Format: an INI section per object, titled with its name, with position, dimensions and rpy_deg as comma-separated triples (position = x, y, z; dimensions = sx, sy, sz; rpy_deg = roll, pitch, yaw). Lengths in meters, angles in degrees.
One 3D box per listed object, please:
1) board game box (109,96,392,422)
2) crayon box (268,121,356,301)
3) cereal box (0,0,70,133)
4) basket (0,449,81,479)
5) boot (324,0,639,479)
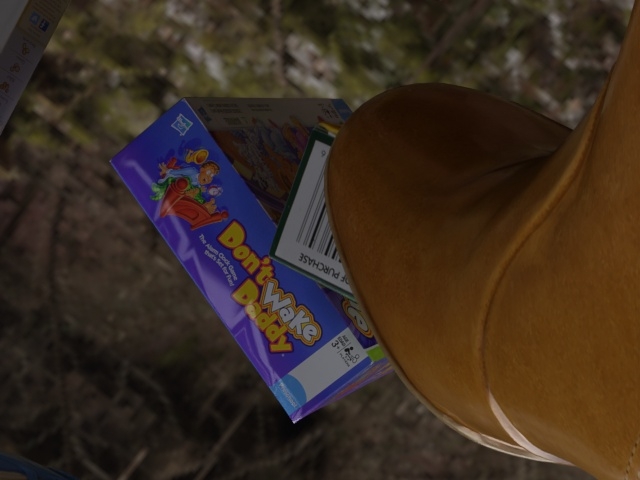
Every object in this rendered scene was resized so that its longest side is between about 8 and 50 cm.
[board game box]
position = 0.000, 0.000, 1.304
dimensions = 0.233, 0.078, 0.347
rpy_deg = 54, -161, 8
[crayon box]
position = 0.203, 0.041, 1.078
dimensions = 0.363, 0.106, 0.313
rpy_deg = 26, -169, 33
[cereal box]
position = -0.308, -0.156, 1.349
dimensions = 0.173, 0.240, 0.047
rpy_deg = 18, 168, 38
[basket]
position = -0.173, 0.164, 0.578
dimensions = 0.289, 0.201, 0.255
rpy_deg = 13, -179, 34
[boot]
position = 0.082, -0.014, 0.366
dimensions = 0.295, 0.104, 0.211
rpy_deg = 52, 162, 40
